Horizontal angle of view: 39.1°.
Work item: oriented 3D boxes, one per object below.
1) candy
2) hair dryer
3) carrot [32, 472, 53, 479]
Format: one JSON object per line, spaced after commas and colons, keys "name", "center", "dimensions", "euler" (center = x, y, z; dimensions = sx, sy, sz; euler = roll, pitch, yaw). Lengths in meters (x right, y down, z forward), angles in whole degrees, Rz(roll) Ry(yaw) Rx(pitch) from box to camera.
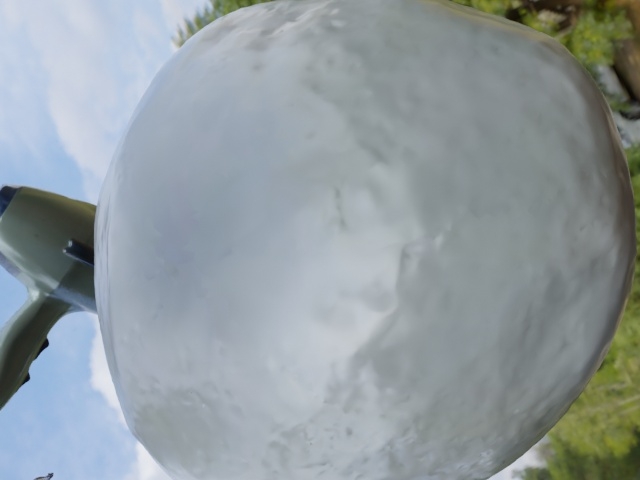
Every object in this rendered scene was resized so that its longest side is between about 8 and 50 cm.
{"name": "candy", "center": [0.000, 0.000, 0.615], "dimensions": [0.186, 0.426, 0.386], "euler": [10, -105, -51]}
{"name": "hair dryer", "center": [-0.250, 0.105, 1.004], "dimensions": [0.119, 0.295, 0.298], "euler": [-7, 73, 65]}
{"name": "carrot", "center": [-0.351, 0.296, 0.801], "dimensions": [0.263, 0.102, 0.102], "euler": [-14, -104, -35]}
